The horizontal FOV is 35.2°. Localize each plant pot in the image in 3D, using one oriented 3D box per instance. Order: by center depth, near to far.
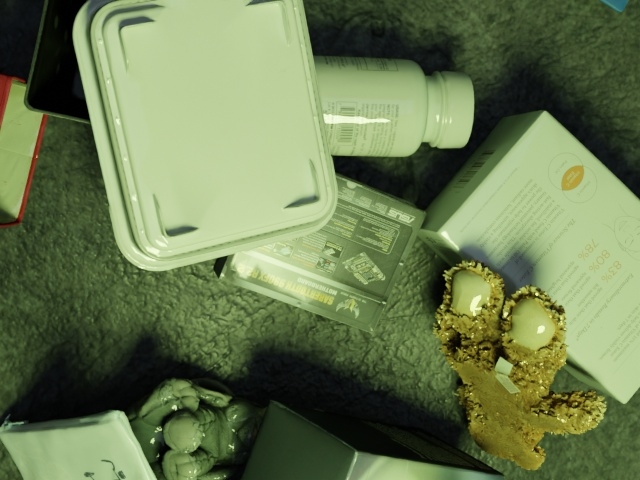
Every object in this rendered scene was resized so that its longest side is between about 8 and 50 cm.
[{"bbox_3d":[-0.250,-0.229,1.271,0.188,0.167,0.188,12,91,-9],"label":"plant pot"}]

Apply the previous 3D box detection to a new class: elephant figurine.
[{"bbox_3d":[-0.139,0.256,1.339,0.186,0.239,0.169,44,117,28],"label":"elephant figurine"}]

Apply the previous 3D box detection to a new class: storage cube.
[{"bbox_3d":[-0.461,-0.126,1.230,0.193,0.215,0.183,14,92,-2],"label":"storage cube"}]

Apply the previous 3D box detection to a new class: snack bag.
[{"bbox_3d":[-0.266,0.368,1.256,0.037,0.323,0.342,-29,99,-43],"label":"snack bag"}]

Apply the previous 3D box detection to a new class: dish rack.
[{"bbox_3d":[-0.121,-0.142,1.187,0.286,0.072,0.332,-14,101,-18],"label":"dish rack"}]

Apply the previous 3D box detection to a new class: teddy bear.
[{"bbox_3d":[0.250,0.154,1.310,0.113,0.245,0.338,-50,129,-31],"label":"teddy bear"}]

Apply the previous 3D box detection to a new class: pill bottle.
[{"bbox_3d":[0.079,-0.176,1.341,0.229,0.131,0.131,1,94,-8],"label":"pill bottle"}]

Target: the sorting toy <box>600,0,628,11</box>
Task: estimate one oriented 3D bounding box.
[{"bbox_3d":[0.467,-0.485,1.421,0.196,0.047,0.347,14,92,-13],"label":"sorting toy"}]

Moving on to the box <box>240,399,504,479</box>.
[{"bbox_3d":[0.040,0.388,1.288,0.294,0.183,0.296,19,91,-41],"label":"box"}]

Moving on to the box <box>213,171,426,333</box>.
[{"bbox_3d":[0.000,0.000,1.332,0.231,0.056,0.183,20,99,-18],"label":"box"}]

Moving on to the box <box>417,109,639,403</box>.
[{"bbox_3d":[0.329,0.019,1.372,0.345,0.168,0.215,42,87,-8],"label":"box"}]
